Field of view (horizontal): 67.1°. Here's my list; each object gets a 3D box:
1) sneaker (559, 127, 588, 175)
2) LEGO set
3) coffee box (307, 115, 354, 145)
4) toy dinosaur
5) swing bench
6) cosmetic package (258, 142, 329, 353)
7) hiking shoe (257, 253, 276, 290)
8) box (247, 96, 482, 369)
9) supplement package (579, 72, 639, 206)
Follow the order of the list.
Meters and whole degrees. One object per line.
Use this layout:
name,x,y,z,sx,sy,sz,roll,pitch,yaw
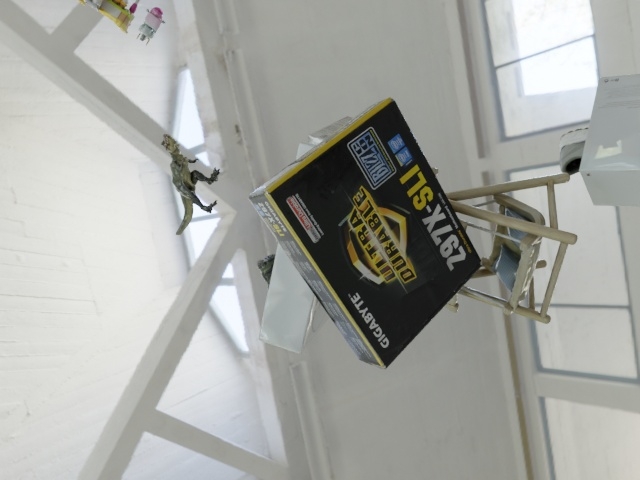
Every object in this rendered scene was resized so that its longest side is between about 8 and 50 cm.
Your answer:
sneaker,0.672,-0.217,1.100,0.100,0.271,0.108,26,-110,-20
LEGO set,-0.376,-0.445,0.767,0.287,0.132,0.107,32,-87,-34
coffee box,0.069,-0.309,1.676,0.297,0.119,0.168,-40,-35,-52
toy dinosaur,-0.296,-0.121,1.116,0.064,0.118,0.268,-59,-25,-53
swing bench,0.318,0.013,0.919,0.253,0.254,0.165,76,-156,-46
cosmetic package,0.000,0.000,0.988,0.284,0.097,0.377,-36,-40,-74
hiking shoe,-0.080,0.078,1.520,0.226,0.086,0.114,-21,-79,-10
box,0.084,-0.012,0.740,0.257,0.079,0.322,-40,-72,-24
supplement package,0.608,-0.181,0.880,0.149,0.194,0.203,33,-109,-46
